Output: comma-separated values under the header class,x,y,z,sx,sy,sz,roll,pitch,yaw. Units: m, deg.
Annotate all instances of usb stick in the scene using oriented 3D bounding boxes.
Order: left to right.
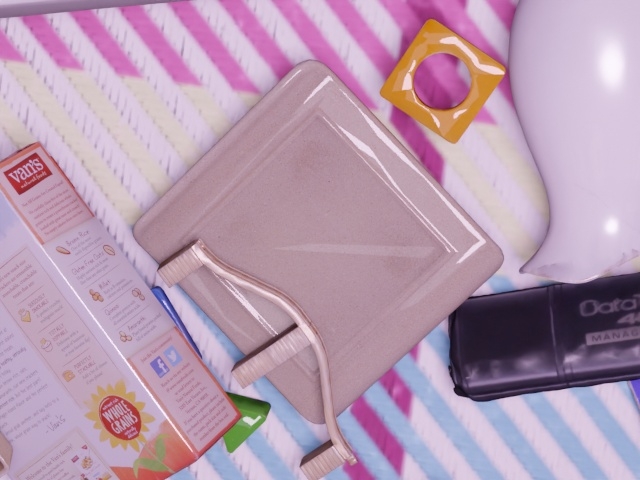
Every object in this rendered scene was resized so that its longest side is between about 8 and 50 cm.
class,x,y,z,sx,sy,sz,roll,pitch,yaw
usb stick,0.220,0.056,1.156,0.278,0.045,0.077,-9,63,15

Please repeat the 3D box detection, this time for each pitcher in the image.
class,x,y,z,sx,sy,sz,roll,pitch,yaw
pitcher,0.211,-0.084,1.145,0.178,0.125,0.207,-6,97,-28

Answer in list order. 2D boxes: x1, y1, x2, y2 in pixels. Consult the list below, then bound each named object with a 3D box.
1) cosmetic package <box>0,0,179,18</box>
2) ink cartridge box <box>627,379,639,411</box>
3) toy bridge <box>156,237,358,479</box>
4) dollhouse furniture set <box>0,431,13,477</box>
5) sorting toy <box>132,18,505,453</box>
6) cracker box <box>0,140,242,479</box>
class,x,y,z,sx,sy,sz,roll,pitch,yaw
cosmetic package,-0.100,-0.252,1.117,0.366,0.155,0.197,-6,96,2
ink cartridge box,0.329,0.128,1.127,0.208,0.045,0.206,-22,52,5
toy bridge,-0.031,0.076,1.164,0.063,0.026,0.188,-35,96,10
dollhouse furniture set,-0.247,0.114,1.126,0.091,0.081,0.114,-34,94,37
sorting toy,0.000,0.000,1.184,0.348,0.047,0.196,-43,94,12
cracker box,-0.183,0.071,1.162,0.156,0.067,0.232,-33,94,36
